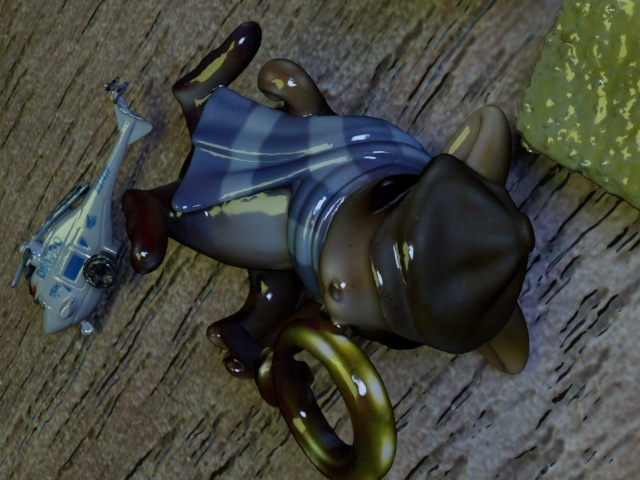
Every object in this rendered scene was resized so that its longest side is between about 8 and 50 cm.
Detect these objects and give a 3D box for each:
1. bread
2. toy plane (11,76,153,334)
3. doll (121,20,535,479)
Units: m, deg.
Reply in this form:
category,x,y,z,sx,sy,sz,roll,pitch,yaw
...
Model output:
category,x,y,z,sx,sy,sz,roll,pitch,yaw
bread,0.235,-0.082,0.856,0.196,0.102,0.138,35,117,34
toy plane,-0.230,-0.026,1.331,0.273,0.107,0.182,-63,6,2
doll,-0.004,0.000,1.013,0.340,0.209,0.317,16,105,40
